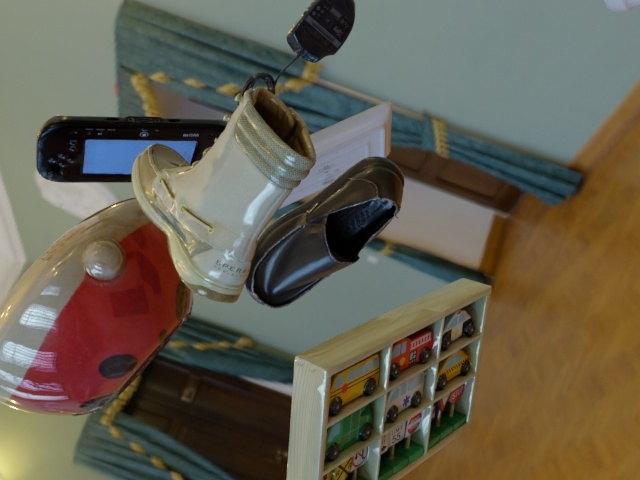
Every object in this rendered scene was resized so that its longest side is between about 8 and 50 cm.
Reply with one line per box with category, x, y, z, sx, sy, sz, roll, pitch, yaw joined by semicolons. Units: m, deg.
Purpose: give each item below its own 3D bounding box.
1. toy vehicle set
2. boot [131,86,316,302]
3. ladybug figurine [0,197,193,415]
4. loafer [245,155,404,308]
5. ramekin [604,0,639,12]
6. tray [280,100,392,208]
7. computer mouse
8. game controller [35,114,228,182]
toy vehicle set;0.071;0.148;0.790;0.267;0.035;0.165;-19;-61;-47
boot;-0.090;-0.069;0.751;0.165;0.077;0.213;-57;42;21
ladybug figurine;-0.277;0.102;1.049;0.305;0.162;0.449;-48;1;-24
loafer;0.000;0.000;0.892;0.220;0.080;0.078;-44;24;19
ramekin;0.421;-0.424;1.026;0.273;0.127;0.272;-11;-78;-62
tray;0.003;-0.124;1.363;0.030;0.271;0.145;59;168;27
computer mouse;-0.038;-0.255;1.183;0.242;0.071;0.041;-48;18;3
game controller;-0.299;-0.147;1.371;0.166;0.319;0.067;134;130;-63
